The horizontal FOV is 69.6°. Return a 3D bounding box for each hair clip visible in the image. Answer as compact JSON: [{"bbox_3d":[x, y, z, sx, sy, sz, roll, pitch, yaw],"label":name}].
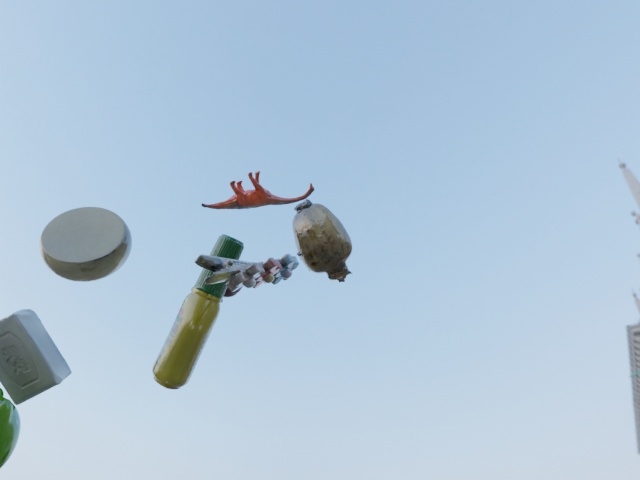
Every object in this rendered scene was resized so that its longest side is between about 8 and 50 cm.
[{"bbox_3d":[-0.088,0.044,0.664,0.062,0.056,0.214,-46,-25,22],"label":"hair clip"}]

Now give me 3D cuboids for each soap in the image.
[{"bbox_3d":[-0.656,0.253,1.018,0.121,0.064,0.183,-28,-83,3],"label":"soap"}]

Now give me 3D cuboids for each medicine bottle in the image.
[{"bbox_3d":[-0.199,0.115,0.771,0.064,0.260,0.095,26,-10,-13],"label":"medicine bottle"}]

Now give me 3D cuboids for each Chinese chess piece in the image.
[{"bbox_3d":[-0.747,0.009,1.478,0.273,0.273,0.102,8,-43,-4],"label":"Chinese chess piece"}]

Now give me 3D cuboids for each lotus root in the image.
[{"bbox_3d":[0.000,0.000,1.311,0.154,0.256,0.140,-30,-16,0],"label":"lotus root"}]

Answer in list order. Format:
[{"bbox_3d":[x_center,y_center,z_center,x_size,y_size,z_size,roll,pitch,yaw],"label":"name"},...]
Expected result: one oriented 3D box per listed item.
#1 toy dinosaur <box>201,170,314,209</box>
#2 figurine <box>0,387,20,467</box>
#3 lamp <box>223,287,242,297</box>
[{"bbox_3d":[-0.149,-0.118,1.117,0.280,0.055,0.101,-18,-79,-13],"label":"toy dinosaur"},{"bbox_3d":[-0.684,0.416,0.873,0.162,0.263,0.143,1,-29,49],"label":"figurine"},{"bbox_3d":[-0.227,0.089,1.118,0.101,0.101,0.090,-31,-33,33],"label":"lamp"}]
